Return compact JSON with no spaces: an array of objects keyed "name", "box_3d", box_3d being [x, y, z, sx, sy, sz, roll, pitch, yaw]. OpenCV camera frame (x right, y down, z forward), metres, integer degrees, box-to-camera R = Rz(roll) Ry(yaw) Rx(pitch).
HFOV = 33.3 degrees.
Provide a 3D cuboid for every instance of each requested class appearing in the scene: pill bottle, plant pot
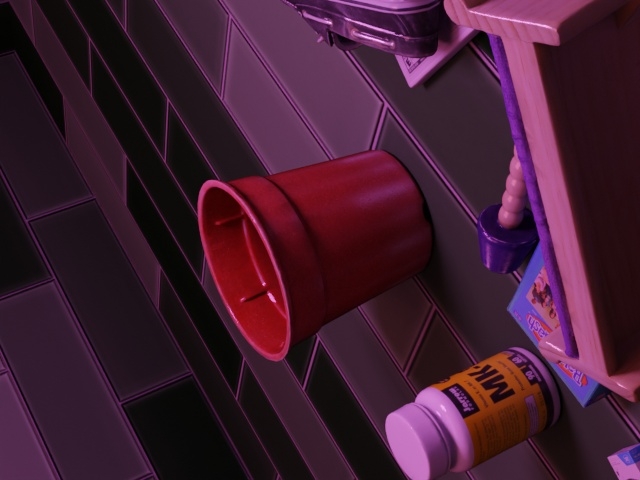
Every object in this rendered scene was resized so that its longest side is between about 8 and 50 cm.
[{"name":"pill bottle","box_3d":[0.198,0.230,1.398,0.119,0.208,0.119,46,148,40]},{"name":"plant pot","box_3d":[0.000,0.000,1.560,0.272,0.265,0.272,46,147,41]}]

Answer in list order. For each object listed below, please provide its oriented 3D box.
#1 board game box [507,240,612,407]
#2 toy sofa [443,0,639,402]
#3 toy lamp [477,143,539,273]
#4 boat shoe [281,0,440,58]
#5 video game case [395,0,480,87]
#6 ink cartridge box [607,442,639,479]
[{"name":"board game box","box_3d":[0.304,0.073,1.236,0.160,0.047,0.210,55,153,27]},{"name":"toy sofa","box_3d":[0.213,-0.065,0.865,0.177,0.150,0.362,30,148,51]},{"name":"toy lamp","box_3d":[0.232,-0.072,1.237,0.080,0.080,0.275,51,149,35]},{"name":"boat shoe","box_3d":[0.026,-0.299,1.365,0.335,0.121,0.119,32,133,52]},{"name":"video game case","box_3d":[0.122,-0.323,1.323,0.206,0.026,0.227,66,158,6]},{"name":"ink cartridge box","box_3d":[0.383,0.287,1.272,0.083,0.028,0.048,63,156,11]}]
